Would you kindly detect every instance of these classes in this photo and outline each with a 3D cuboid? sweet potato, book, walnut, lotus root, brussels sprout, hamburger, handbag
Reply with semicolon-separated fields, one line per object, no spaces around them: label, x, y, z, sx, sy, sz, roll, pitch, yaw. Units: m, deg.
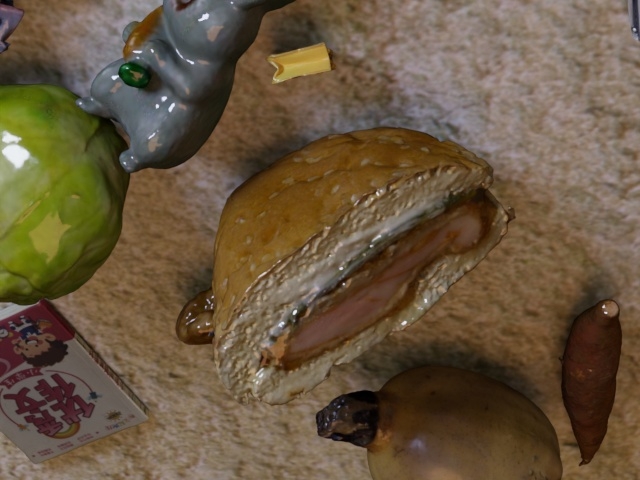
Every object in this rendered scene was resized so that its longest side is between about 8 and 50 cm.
sweet potato;0.305;0.159;1.857;0.072;0.066;0.314;3;137;3
book;-0.323;0.163;1.849;0.162;0.022;0.232;-21;131;17
walnut;-0.070;0.078;1.736;0.170;0.069;0.143;-3;176;-7
lotus root;0.135;0.230;1.833;0.310;0.183;0.183;24;128;-24
brussels sprout;-0.285;-0.045;1.545;0.223;0.161;0.223;-1;106;-2
hamburger;0.000;0.000;1.598;0.330;0.209;0.162;-39;127;-8
handbag;-0.017;-0.165;1.513;0.061;0.083;0.027;-13;95;6

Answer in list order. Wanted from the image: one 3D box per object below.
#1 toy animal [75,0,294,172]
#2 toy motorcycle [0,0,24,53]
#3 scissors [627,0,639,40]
toy animal;-0.107;-0.182;1.480;0.125;0.127;0.251;38;111;-12
toy motorcycle;-0.329;-0.210;1.446;0.118;0.084;0.212;18;136;-31
scissors;0.293;-0.256;1.480;0.085;0.022;0.176;-9;131;-3
